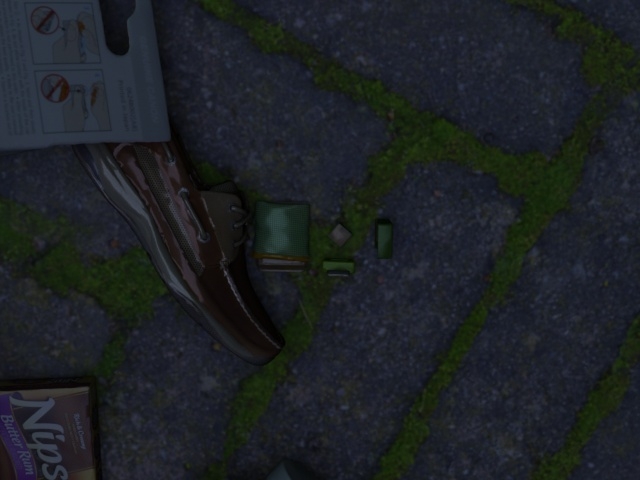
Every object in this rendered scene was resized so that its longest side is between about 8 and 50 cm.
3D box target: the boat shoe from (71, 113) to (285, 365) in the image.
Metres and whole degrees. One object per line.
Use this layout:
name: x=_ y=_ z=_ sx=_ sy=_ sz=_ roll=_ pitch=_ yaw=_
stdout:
boat shoe: x=-0.127 y=-0.015 z=1.706 sx=0.116 sy=0.123 sz=0.324 roll=-35 pitch=99 yaw=3

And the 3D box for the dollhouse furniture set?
dollhouse furniture set: x=0.000 y=0.000 z=1.737 sx=0.152 sy=0.058 sz=0.076 roll=2 pitch=98 yaw=0

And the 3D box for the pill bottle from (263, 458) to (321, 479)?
pill bottle: x=-0.106 y=0.388 z=1.735 sx=0.181 sy=0.181 sz=0.323 roll=44 pitch=96 yaw=-6

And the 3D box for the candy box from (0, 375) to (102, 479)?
candy box: x=-0.295 y=0.244 z=1.778 sx=0.109 sy=0.053 sz=0.186 roll=-2 pitch=100 yaw=0

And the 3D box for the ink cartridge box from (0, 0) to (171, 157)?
ink cartridge box: x=-0.359 y=-0.225 z=1.621 sx=0.385 sy=0.091 sz=0.308 roll=-4 pitch=79 yaw=-29
